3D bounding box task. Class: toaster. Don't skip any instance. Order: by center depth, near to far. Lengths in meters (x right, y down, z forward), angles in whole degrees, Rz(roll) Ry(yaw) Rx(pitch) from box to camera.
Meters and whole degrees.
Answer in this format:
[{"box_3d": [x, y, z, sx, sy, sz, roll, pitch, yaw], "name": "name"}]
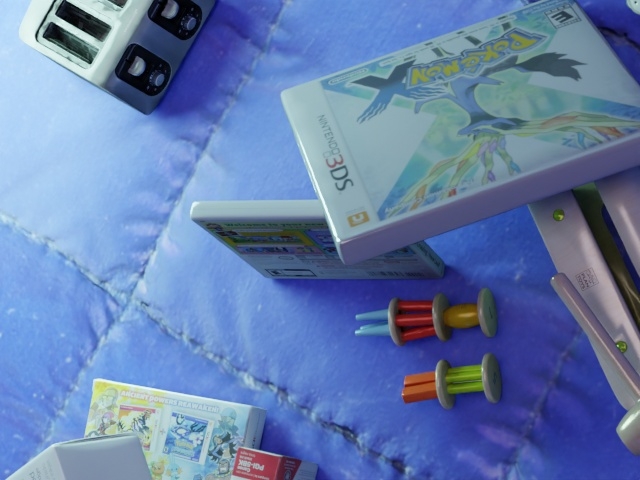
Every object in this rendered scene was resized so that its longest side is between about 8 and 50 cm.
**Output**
[{"box_3d": [-0.242, -0.264, 1.963, 0.185, 0.110, 0.168, 31, 91, 27], "name": "toaster"}]

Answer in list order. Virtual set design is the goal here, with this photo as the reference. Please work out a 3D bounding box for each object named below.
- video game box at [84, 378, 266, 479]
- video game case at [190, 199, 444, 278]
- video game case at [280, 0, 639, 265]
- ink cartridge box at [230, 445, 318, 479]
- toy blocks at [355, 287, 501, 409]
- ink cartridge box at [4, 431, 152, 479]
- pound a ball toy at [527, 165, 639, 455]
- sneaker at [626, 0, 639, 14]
[{"box_3d": [-0.172, 0.259, 1.848, 0.205, 0.048, 0.187, 8, 85, 25], "name": "video game box"}, {"box_3d": [0.000, 0.000, 1.749, 0.212, 0.193, 0.023, 0, 70, 24], "name": "video game case"}, {"box_3d": [0.143, -0.120, 1.663, 0.329, 0.036, 0.300, -19, 36, -1], "name": "video game case"}, {"box_3d": [-0.059, 0.291, 1.761, 0.056, 0.099, 0.135, 10, 82, 25], "name": "ink cartridge box"}, {"box_3d": [0.109, 0.117, 1.752, 0.148, 0.054, 0.123, -8, 75, 22], "name": "toy blocks"}, {"box_3d": [-0.282, 0.355, 1.775, 0.283, 0.117, 0.207, -37, 66, 38], "name": "ink cartridge box"}, {"box_3d": [0.308, 0.044, 1.596, 0.135, 0.208, 0.319, -29, 68, 16], "name": "pound a ball toy"}, {"box_3d": [0.388, -0.260, 1.703, 0.297, 0.111, 0.129, 48, 115, 29], "name": "sneaker"}]
